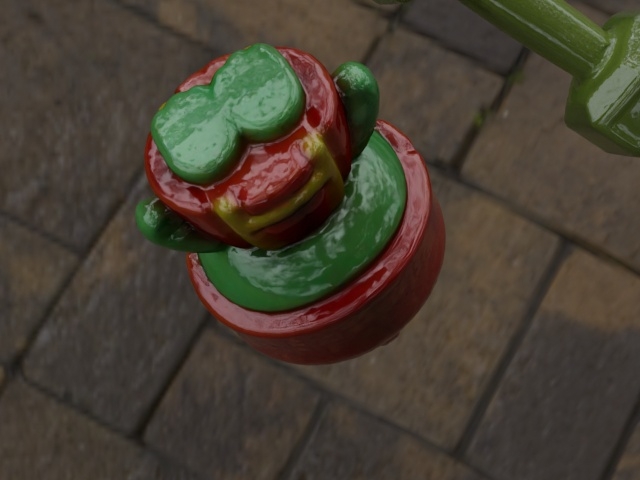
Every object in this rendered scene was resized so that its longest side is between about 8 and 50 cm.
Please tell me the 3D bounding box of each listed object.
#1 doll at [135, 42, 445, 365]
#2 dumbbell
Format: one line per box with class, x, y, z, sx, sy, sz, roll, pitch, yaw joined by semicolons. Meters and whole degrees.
doll;-0.001;-0.001;1.296;0.182;0.363;0.160;-39;64;-2
dumbbell;0.153;-0.176;1.400;0.302;0.121;0.108;31;27;-18
